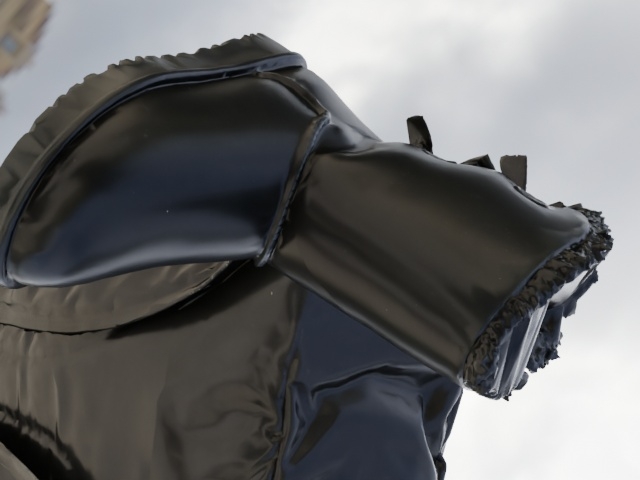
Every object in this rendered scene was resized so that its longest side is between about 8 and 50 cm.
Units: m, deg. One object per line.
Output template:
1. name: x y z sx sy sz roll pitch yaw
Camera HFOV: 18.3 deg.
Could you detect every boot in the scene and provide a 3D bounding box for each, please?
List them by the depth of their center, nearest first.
1. boot: 0.000 0.001 0.417 0.121 0.099 0.045 -30 148 -56

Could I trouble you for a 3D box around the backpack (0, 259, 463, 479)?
1. backpack: -0.046 0.051 0.611 0.182 0.115 0.152 9 -98 48
